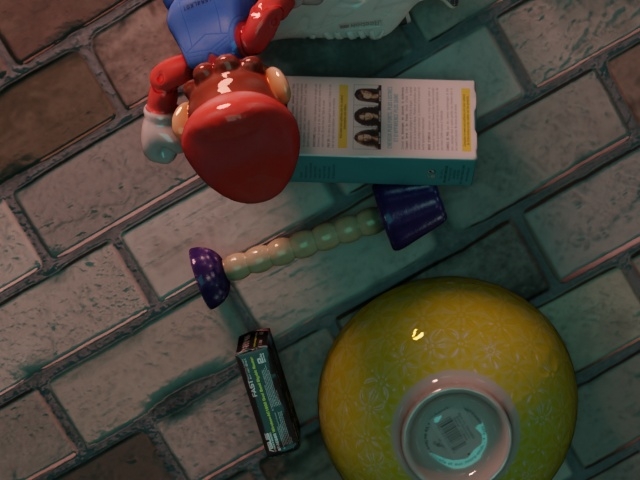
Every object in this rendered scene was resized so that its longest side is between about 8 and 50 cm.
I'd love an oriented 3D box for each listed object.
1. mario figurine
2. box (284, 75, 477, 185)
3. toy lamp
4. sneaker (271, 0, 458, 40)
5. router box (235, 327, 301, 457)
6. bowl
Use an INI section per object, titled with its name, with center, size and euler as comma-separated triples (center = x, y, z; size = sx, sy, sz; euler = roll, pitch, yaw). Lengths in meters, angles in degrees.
[mario figurine]
center = -0.092, -0.188, 1.664
size = 0.170, 0.198, 0.321
euler = -5, 74, -32
[box]
center = 0.041, -0.115, 1.737
size = 0.244, 0.060, 0.101
euler = 2, 62, 0
[toy lamp]
center = 0.000, 0.000, 1.771
size = 0.274, 0.080, 0.080
euler = -20, 99, 5
[sneaker]
center = 0.028, -0.246, 1.730
size = 0.235, 0.090, 0.095
euler = -21, 110, 6
[router box]
center = -0.056, 0.163, 1.790
size = 0.038, 0.092, 0.122
euler = -17, 99, 3
[bowl]
center = 0.141, 0.191, 1.763
size = 0.289, 0.156, 0.290
euler = 0, 99, 0
